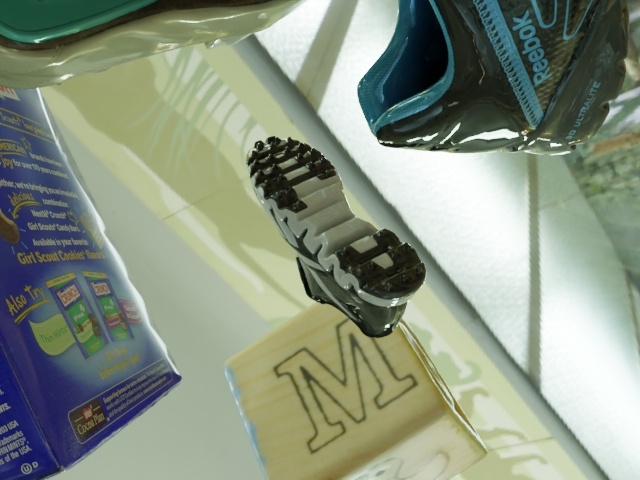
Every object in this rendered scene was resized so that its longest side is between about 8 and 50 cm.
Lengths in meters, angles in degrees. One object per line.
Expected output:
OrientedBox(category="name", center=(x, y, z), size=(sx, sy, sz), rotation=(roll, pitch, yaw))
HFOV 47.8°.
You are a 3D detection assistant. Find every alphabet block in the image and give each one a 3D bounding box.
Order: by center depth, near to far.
OrientedBox(category="alphabet block", center=(0.039, 0.188, 0.811), size=(0.192, 0.197, 0.193), rotation=(49, -171, -52))

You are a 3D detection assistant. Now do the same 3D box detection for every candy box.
OrientedBox(category="candy box", center=(-0.252, 0.013, 0.547), size=(0.268, 0.122, 0.317), rotation=(7, -122, -86))

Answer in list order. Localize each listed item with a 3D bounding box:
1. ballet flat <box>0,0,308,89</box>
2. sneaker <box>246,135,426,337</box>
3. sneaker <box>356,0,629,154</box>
OrientedBox(category="ballet flat", center=(-0.091, -0.146, 0.433), size=(0.248, 0.086, 0.086), rotation=(-24, -89, -29))
OrientedBox(category="sneaker", center=(0.000, 0.000, 0.649), size=(0.078, 0.106, 0.234), rotation=(-24, -128, -25))
OrientedBox(category="sneaker", center=(0.102, -0.177, 0.339), size=(0.125, 0.139, 0.341), rotation=(-112, 20, -47))
